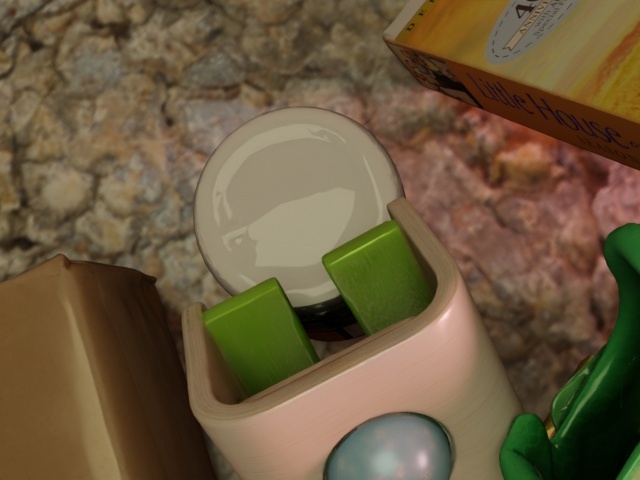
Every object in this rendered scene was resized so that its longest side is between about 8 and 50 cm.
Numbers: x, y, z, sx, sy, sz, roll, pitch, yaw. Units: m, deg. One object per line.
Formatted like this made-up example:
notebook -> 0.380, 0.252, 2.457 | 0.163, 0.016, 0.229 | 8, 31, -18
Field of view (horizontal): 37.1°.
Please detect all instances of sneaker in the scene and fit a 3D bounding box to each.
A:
sneaker -> 0.128, 0.125, 0.407 | 0.123, 0.109, 0.296 | 9, 99, -11

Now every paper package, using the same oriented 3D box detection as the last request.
paper package -> -0.214, 0.216, 0.591 | 0.309, 0.168, 0.325 | -21, 77, 6

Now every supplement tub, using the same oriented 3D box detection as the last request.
supplement tub -> 0.000, 0.000, 0.588 | 0.117, 0.190, 0.117 | -2, 79, 8

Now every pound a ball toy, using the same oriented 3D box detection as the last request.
pound a ball toy -> 0.027, 0.169, 0.489 | 0.208, 0.136, 0.319 | -27, 121, 1

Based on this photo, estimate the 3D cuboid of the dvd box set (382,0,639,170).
dvd box set -> 0.239, -0.172, 0.507 | 0.307, 0.062, 0.420 | -48, 31, 0

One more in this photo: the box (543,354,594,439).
box -> 0.243, 0.167, 0.582 | 0.232, 0.058, 0.087 | 33, 84, 14
